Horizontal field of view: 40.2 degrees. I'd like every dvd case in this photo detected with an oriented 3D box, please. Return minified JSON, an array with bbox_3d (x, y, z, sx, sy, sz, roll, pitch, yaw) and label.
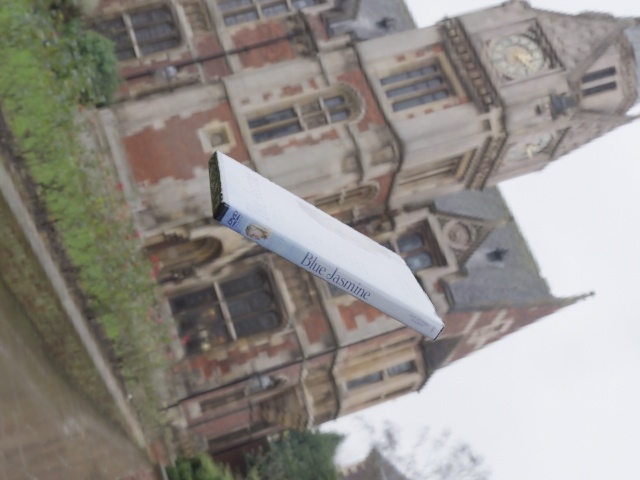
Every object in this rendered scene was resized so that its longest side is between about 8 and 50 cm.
[{"bbox_3d":[0.000,0.000,0.887,0.022,0.253,0.180,-56,-161,14],"label":"dvd case"}]
